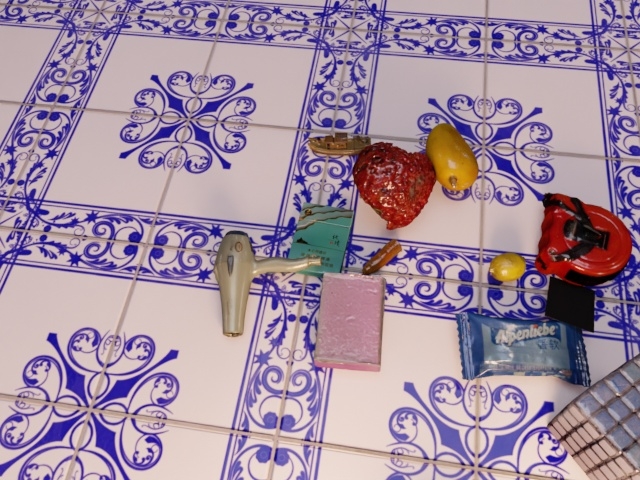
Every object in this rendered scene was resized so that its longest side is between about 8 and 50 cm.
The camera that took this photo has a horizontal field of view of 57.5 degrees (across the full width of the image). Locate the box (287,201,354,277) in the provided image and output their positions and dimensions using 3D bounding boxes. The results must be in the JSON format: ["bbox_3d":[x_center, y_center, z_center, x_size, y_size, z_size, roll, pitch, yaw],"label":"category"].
[{"bbox_3d":[0.000,-0.001,1.734,0.162,0.041,0.229,11,62,9],"label":"box"}]

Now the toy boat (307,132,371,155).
[{"bbox_3d":[0.060,-0.315,1.891,0.206,0.072,0.064,1,59,2],"label":"toy boat"}]

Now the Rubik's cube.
[{"bbox_3d":[0.711,0.435,1.345,0.237,0.238,0.237,-31,62,-14],"label":"Rubik's cube"}]

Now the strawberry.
[{"bbox_3d":[0.222,-0.179,1.705,0.220,0.274,0.274,-33,61,13],"label":"strawberry"}]

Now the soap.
[{"bbox_3d":[0.083,0.222,1.584,0.181,0.081,0.259,3,62,5],"label":"soap"}]

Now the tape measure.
[{"bbox_3d":[0.744,0.001,1.657,0.260,0.114,0.253,16,63,11],"label":"tape measure"}]

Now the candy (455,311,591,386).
[{"bbox_3d":[0.521,0.281,1.509,0.331,0.077,0.187,2,66,1],"label":"candy"}]

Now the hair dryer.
[{"bbox_3d":[-0.178,0.137,1.628,0.298,0.119,0.295,16,74,13],"label":"hair dryer"}]

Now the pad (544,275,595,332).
[{"bbox_3d":[0.679,0.170,1.582,0.127,0.004,0.190,20,37,13],"label":"pad"}]

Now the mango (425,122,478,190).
[{"bbox_3d":[0.404,-0.262,1.800,0.177,0.119,0.316,23,42,-21],"label":"mango"}]

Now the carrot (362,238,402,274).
[{"bbox_3d":[0.177,0.055,1.696,0.139,0.048,0.048,-41,67,-15],"label":"carrot"}]

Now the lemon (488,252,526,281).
[{"bbox_3d":[0.524,0.076,1.644,0.111,0.082,0.082,-13,61,-9],"label":"lemon"}]
